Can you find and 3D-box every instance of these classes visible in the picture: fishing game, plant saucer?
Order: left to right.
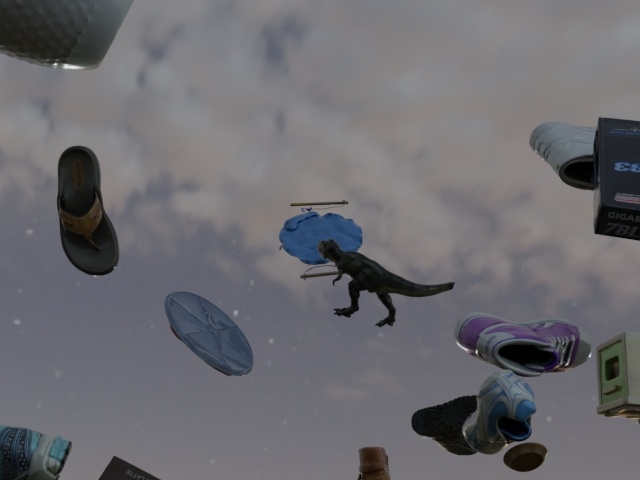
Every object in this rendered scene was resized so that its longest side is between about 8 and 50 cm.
[{"bbox_3d":[0.000,0.000,1.932,0.189,0.264,0.041,-6,-51,-8],"label":"fishing game"},{"bbox_3d":[0.380,0.403,1.617,0.083,0.015,0.083,-3,-50,-3],"label":"plant saucer"}]

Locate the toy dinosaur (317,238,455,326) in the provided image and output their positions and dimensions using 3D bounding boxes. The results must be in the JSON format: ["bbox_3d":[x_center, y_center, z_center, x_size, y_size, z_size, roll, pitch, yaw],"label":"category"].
[{"bbox_3d":[0.089,0.083,1.496,0.268,0.118,0.064,21,15,26],"label":"toy dinosaur"}]

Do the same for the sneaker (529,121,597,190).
[{"bbox_3d":[0.581,-0.157,1.750,0.292,0.169,0.108,-1,-54,-13],"label":"sneaker"}]

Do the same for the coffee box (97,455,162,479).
[{"bbox_3d":[-0.279,0.443,1.321,0.141,0.098,0.246,24,-39,6],"label":"coffee box"}]

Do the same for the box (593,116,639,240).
[{"bbox_3d":[0.615,-0.097,1.484,0.295,0.293,0.073,9,-53,11],"label":"box"}]

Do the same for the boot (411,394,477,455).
[{"bbox_3d":[0.291,0.370,1.707,0.190,0.076,0.208,-10,-34,29],"label":"boot"}]

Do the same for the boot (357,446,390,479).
[{"bbox_3d":[0.146,0.589,2.027,0.109,0.220,0.283,0,-10,-6],"label":"boot"}]

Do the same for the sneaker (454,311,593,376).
[{"bbox_3d":[0.385,0.196,1.505,0.282,0.102,0.161,5,8,-25],"label":"sneaker"}]

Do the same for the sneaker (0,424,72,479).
[{"bbox_3d":[-0.450,0.347,1.258,0.122,0.110,0.283,27,-53,-10],"label":"sneaker"}]

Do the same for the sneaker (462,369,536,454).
[{"bbox_3d":[0.262,0.269,1.272,0.085,0.086,0.237,-25,-31,-11],"label":"sneaker"}]

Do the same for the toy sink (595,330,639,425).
[{"bbox_3d":[0.730,0.346,2.040,0.131,0.234,0.153,6,-20,-7],"label":"toy sink"}]

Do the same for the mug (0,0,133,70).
[{"bbox_3d":[-0.459,-0.477,1.445,0.328,0.374,0.276,28,-13,-19],"label":"mug"}]

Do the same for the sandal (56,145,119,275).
[{"bbox_3d":[-0.376,-0.051,1.397,0.090,0.219,0.060,-7,-9,-6],"label":"sandal"}]

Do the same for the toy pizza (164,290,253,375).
[{"bbox_3d":[-0.202,0.170,1.561,0.032,0.201,0.201,-47,-46,15],"label":"toy pizza"}]
